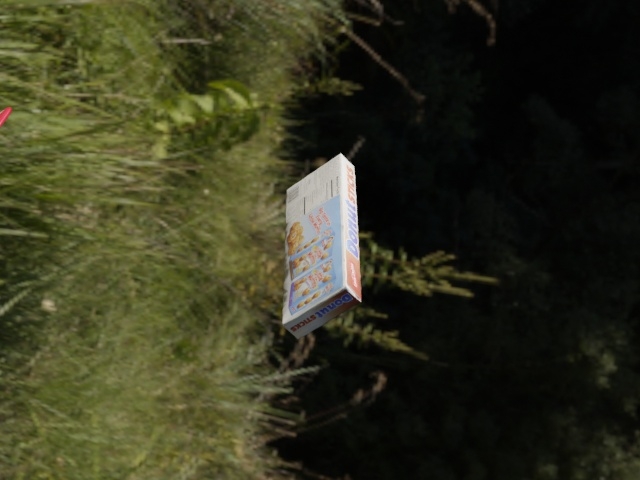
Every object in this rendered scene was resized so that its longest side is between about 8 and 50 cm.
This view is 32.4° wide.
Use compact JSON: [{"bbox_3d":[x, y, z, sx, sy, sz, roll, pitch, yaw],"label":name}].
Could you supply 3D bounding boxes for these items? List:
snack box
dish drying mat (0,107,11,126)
[{"bbox_3d":[0.000,0.000,0.904,0.022,0.064,0.178,45,26,-30],"label":"snack box"},{"bbox_3d":[-0.280,-0.077,0.898,0.008,0.032,0.083,49,41,-25],"label":"dish drying mat"}]
